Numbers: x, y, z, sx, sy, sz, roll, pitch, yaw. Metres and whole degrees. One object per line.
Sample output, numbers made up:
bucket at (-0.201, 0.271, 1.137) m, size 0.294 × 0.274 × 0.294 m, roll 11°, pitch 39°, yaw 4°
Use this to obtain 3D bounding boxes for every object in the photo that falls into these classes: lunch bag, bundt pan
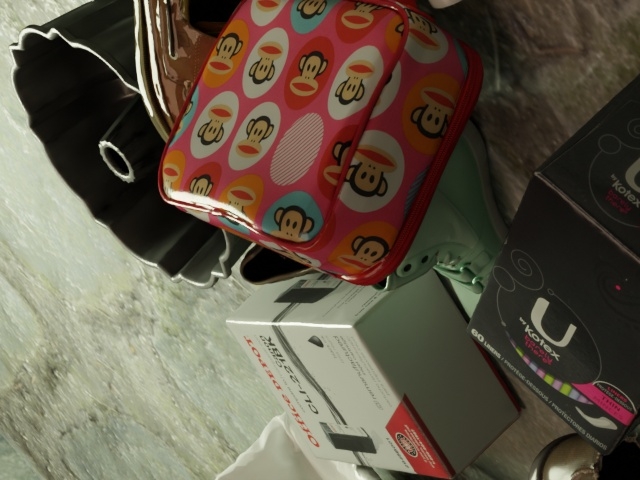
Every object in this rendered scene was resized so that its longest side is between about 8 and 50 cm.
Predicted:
lunch bag at (0.000, -0.114, 1.672) m, size 0.120 × 0.258 × 0.293 m, roll 24°, pitch 180°, yaw -34°
bundt pan at (-0.168, -0.116, 2.057) m, size 0.331 × 0.124 × 0.331 m, roll 37°, pitch 153°, yaw 23°

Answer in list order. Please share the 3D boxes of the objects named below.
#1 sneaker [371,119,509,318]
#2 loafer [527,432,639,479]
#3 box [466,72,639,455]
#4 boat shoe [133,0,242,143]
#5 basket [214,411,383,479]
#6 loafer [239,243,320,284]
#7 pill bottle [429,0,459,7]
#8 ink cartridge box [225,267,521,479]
sneaker at (0.097, 0.018, 1.784) m, size 0.094 × 0.151 × 0.256 m, roll 21°, pitch 145°, yaw 43°
loafer at (0.339, 0.324, 1.841) m, size 0.366 × 0.134 × 0.130 m, roll 46°, pitch 155°, yaw 6°
box at (0.240, 0.024, 1.568) m, size 0.165 × 0.143 × 0.270 m, roll 41°, pitch 153°, yaw 15°
boat shoe at (-0.106, -0.189, 1.823) m, size 0.104 × 0.111 × 0.307 m, roll 11°, pitch 125°, yaw 49°
basket at (0.001, 0.426, 2.216) m, size 0.266 × 0.331 × 0.328 m, roll 47°, pitch 177°, yaw -38°
loafer at (0.000, 0.000, 1.993) m, size 0.096 × 0.084 × 0.267 m, roll 52°, pitch 155°, yaw -6°
pill bottle at (0.081, -0.243, 1.540) m, size 0.067 × 0.067 × 0.120 m, roll 4°, pitch 130°, yaw 57°
ink cartridge box at (0.049, 0.128, 2.060) m, size 0.197 × 0.114 × 0.273 m, roll 57°, pitch 155°, yaw -17°
